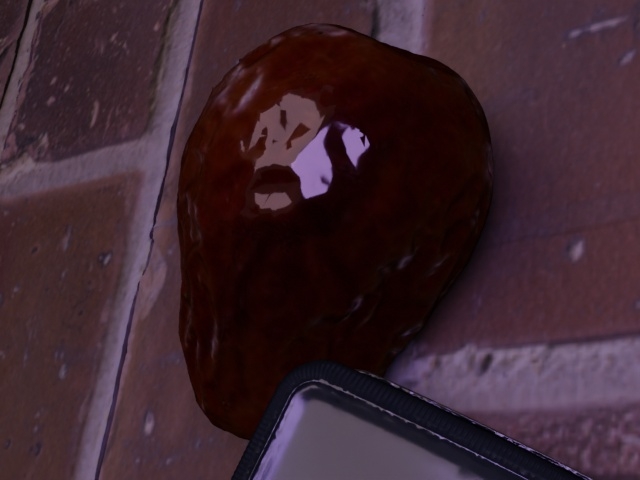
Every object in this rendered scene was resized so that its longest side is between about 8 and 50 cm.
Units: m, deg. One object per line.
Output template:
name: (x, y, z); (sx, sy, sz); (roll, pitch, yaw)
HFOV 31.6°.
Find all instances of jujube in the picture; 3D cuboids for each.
jujube: (0.000, 0.000, 0.686); (0.190, 0.190, 0.255); (23, 104, 45)

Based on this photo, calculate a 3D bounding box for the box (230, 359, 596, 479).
box: (0.049, 0.155, 0.565); (0.201, 0.090, 0.145); (25, 84, 20)
